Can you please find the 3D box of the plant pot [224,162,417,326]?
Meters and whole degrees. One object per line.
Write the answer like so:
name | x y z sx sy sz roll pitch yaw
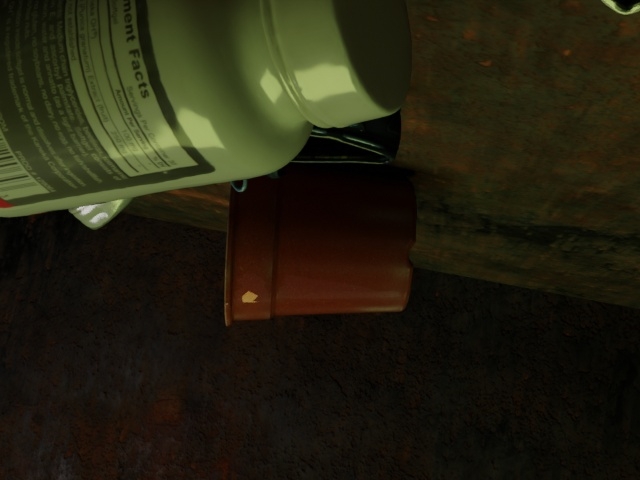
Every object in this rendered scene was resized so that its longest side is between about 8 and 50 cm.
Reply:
plant pot | 0.000 0.000 1.404 0.265 0.272 0.272 3 174 -1

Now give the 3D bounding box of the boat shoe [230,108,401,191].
boat shoe | -0.048 -0.106 0.934 0.258 0.089 0.109 -7 163 8

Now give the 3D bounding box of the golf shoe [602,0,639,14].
golf shoe | 0.145 -0.147 0.455 0.077 0.094 0.198 8 175 21

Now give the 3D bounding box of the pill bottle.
pill bottle | -0.109 -0.120 0.634 0.318 0.176 0.176 -7 166 25

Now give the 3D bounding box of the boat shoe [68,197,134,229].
boat shoe | -0.169 -0.119 0.835 0.103 0.118 0.320 33 140 -20
